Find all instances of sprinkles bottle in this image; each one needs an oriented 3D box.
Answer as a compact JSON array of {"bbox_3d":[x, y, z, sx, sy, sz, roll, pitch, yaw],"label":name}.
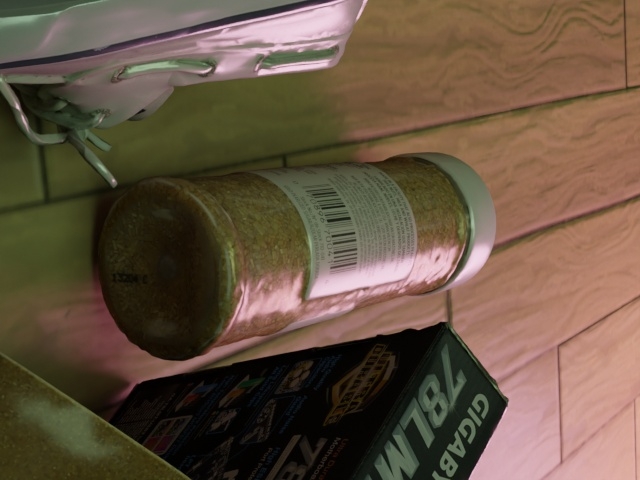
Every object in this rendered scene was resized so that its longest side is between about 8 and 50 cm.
[{"bbox_3d":[0.000,0.000,0.874,0.355,0.121,0.121,-10,100,-54],"label":"sprinkles bottle"}]

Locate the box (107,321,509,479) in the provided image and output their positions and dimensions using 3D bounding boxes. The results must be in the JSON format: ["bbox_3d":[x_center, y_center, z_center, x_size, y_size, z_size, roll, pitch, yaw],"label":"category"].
[{"bbox_3d":[-0.079,0.183,0.626,0.073,0.293,0.295,52,50,-20],"label":"box"}]

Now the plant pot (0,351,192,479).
[{"bbox_3d":[-0.214,0.160,0.522,0.254,0.237,0.237,-57,137,-15],"label":"plant pot"}]

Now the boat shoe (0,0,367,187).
[{"bbox_3d":[-0.127,-0.110,0.682,0.367,0.136,0.157,-19,137,-37],"label":"boat shoe"}]
